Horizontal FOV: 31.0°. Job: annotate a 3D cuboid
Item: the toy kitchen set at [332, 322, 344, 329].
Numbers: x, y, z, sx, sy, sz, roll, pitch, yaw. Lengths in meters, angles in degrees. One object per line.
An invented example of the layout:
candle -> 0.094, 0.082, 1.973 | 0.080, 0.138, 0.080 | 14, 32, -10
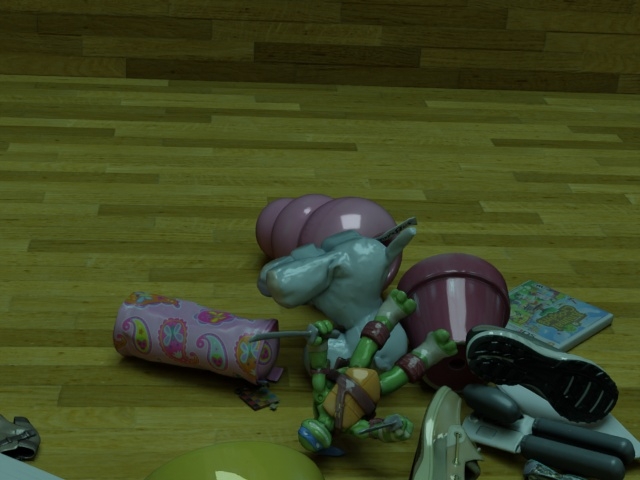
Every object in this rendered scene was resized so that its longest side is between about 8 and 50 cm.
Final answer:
toy kitchen set -> 0.064, 0.182, 2.058 | 0.083, 0.075, 0.068 | -16, 45, 50

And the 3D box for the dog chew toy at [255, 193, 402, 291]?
dog chew toy -> 0.000, 0.000, 2.244 | 0.207, 0.206, 0.332 | -19, 26, -39

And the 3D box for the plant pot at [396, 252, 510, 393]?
plant pot -> 0.229, 0.153, 1.967 | 0.201, 0.201, 0.180 | 3, 41, -1

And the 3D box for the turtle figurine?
turtle figurine -> 0.076, 0.190, 1.695 | 0.198, 0.274, 0.266 | 26, 57, 36

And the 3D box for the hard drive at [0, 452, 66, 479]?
hard drive -> -0.457, 0.406, 1.473 | 0.233, 0.047, 0.353 | 16, 27, 23

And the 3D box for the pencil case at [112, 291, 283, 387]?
pencil case -> -0.203, 0.167, 1.944 | 0.284, 0.124, 0.124 | 11, 26, 15

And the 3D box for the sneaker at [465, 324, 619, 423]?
sneaker -> 0.352, 0.200, 1.830 | 0.272, 0.100, 0.108 | 26, 14, -10

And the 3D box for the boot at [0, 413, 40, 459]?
boot -> -0.477, 0.295, 1.715 | 0.118, 0.042, 0.087 | -4, 28, -16

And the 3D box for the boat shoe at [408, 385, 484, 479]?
boat shoe -> 0.183, 0.328, 1.671 | 0.098, 0.109, 0.302 | 13, 31, 7

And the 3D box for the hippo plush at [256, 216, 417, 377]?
hippo plush -> 0.058, 0.114, 1.949 | 0.294, 0.236, 0.234 | -18, 7, 8

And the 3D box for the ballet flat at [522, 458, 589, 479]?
ballet flat -> 0.351, 0.361, 1.705 | 0.114, 0.041, 0.041 | 17, 28, 27

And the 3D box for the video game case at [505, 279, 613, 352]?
video game case -> 0.416, 0.146, 2.183 | 0.193, 0.023, 0.212 | 25, 32, 37

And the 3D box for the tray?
tray -> 0.395, 0.290, 1.864 | 0.145, 0.030, 0.270 | -6, 27, -19

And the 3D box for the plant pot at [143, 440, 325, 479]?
plant pot -> -0.089, 0.401, 1.330 | 0.254, 0.254, 0.239 | -3, 40, -15

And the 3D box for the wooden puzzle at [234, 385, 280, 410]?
wooden puzzle -> -0.101, 0.258, 1.888 | 0.049, 0.006, 0.083 | -14, 30, -34

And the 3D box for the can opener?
can opener -> 0.331, 0.293, 1.739 | 0.280, 0.093, 0.074 | 13, 50, 37
